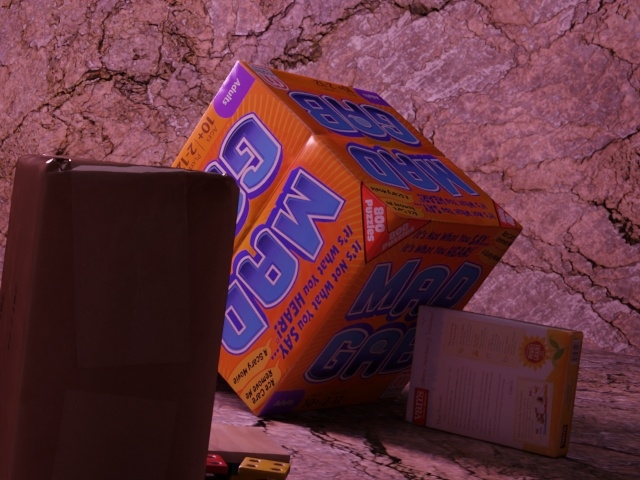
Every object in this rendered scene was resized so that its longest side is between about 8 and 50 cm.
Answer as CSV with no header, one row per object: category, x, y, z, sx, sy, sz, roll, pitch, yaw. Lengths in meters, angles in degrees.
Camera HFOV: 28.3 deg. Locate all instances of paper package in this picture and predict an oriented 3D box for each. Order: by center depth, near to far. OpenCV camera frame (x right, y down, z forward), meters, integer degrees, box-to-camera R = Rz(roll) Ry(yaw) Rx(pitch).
paper package,-0.200,0.087,1.146,0.168,0.325,0.309,6,3,-18

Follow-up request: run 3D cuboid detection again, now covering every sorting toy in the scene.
sorting toy,-0.112,0.230,1.334,0.132,0.046,0.274,6,2,-19

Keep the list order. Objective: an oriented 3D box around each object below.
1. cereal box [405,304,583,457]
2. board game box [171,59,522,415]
cereal box,0.237,0.191,1.765,0.240,0.173,0.047,10,4,35
board game box,0.000,0.000,1.885,0.356,0.356,0.356,46,24,28
